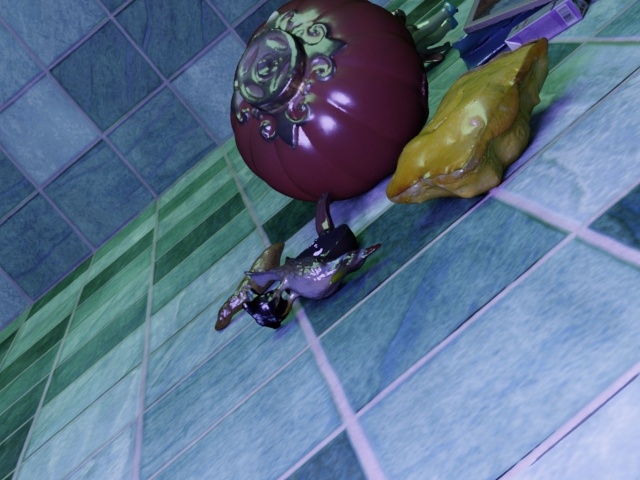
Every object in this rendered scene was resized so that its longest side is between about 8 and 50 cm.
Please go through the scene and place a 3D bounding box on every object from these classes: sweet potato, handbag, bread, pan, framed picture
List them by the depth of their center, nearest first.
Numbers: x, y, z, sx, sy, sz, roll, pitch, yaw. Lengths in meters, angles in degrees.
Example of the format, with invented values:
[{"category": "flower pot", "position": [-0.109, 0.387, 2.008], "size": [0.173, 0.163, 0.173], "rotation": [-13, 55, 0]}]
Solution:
[{"category": "bread", "position": [0.174, -0.122, 1.258], "size": [0.233, 0.088, 0.161], "rotation": [-51, 12, -32]}, {"category": "pan", "position": [0.002, 0.002, 1.414], "size": [0.115, 0.040, 0.212], "rotation": [-36, 21, 23]}, {"category": "sweet potato", "position": [-0.092, 0.062, 1.501], "size": [0.153, 0.038, 0.041], "rotation": [-52, -9, -15]}, {"category": "framed picture", "position": [0.337, -0.406, 1.654], "size": [0.250, 0.016, 0.184], "rotation": [-15, 39, 42]}, {"category": "handbag", "position": [0.308, -0.358, 1.746], "size": [0.221, 0.057, 0.144], "rotation": [-36, 9, 17]}]

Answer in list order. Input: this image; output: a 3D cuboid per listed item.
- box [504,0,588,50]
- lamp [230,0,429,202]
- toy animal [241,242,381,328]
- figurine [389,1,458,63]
[{"category": "box", "position": [0.321, -0.309, 1.573], "size": [0.117, 0.036, 0.050], "rotation": [-31, 16, 40]}, {"category": "lamp", "position": [0.008, -0.202, 1.571], "size": [0.303, 0.257, 0.303], "rotation": [-15, 68, 39]}, {"category": "toy animal", "position": [-0.015, 0.042, 1.276], "size": [0.202, 0.070, 0.105], "rotation": [-24, 34, 33]}, {"category": "figurine", "position": [0.147, -0.336, 1.982], "size": [0.260, 0.103, 0.205], "rotation": [-37, -13, -7]}]
